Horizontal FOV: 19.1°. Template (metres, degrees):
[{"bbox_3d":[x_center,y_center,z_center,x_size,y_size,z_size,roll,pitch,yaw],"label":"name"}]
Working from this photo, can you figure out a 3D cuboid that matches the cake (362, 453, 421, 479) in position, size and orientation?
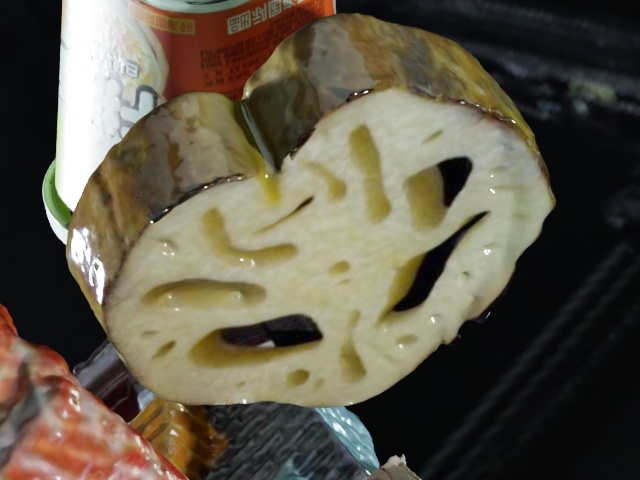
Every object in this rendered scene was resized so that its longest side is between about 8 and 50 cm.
[{"bbox_3d":[0.080,0.237,1.601,0.065,0.052,0.121,-24,-147,-23],"label":"cake"}]

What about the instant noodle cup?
[{"bbox_3d":[-0.109,-0.147,1.707,0.294,0.307,0.294,1,-140,-1],"label":"instant noodle cup"}]

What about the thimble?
[{"bbox_3d":[-0.217,0.225,1.396,0.230,0.350,0.350,-48,-138,-14],"label":"thimble"}]

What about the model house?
[{"bbox_3d":[-0.124,0.278,1.835,0.360,0.297,0.339,-44,-161,2],"label":"model house"}]

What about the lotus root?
[{"bbox_3d":[0.000,0.000,1.540,0.391,0.375,0.111,-22,-135,-8],"label":"lotus root"}]
